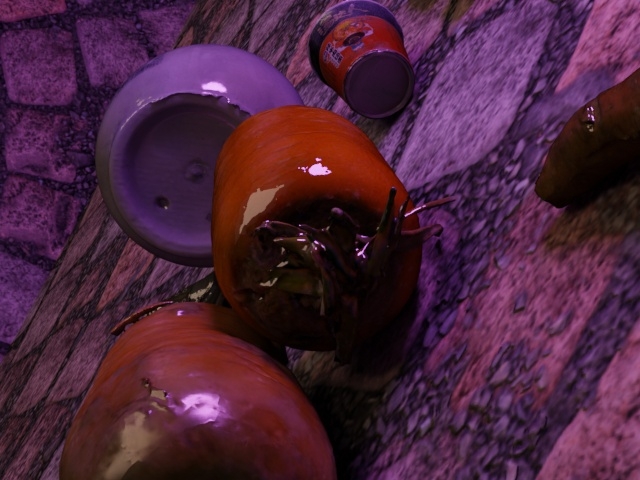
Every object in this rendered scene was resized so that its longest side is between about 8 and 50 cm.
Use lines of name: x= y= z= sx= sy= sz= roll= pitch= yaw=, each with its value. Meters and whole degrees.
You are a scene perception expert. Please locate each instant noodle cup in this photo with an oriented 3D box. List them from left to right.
instant noodle cup: x=0.055 y=-0.211 z=1.510 sx=0.127 sy=0.127 sz=0.136 roll=-52 pitch=26 yaw=17

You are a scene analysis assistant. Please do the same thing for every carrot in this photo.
carrot: x=-0.104 y=0.185 z=1.072 sx=0.224 sy=0.224 sz=0.341 roll=-55 pitch=10 yaw=6
carrot: x=0.000 y=0.000 z=1.156 sx=0.331 sy=0.214 sz=0.193 roll=-98 pitch=27 yaw=-72

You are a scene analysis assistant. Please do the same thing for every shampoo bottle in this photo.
shampoo bottle: x=-0.140 y=-0.113 z=1.592 sx=0.273 sy=0.273 sz=0.266 roll=-51 pitch=8 yaw=17

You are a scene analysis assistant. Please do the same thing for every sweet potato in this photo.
sweet potato: x=0.235 y=-0.090 z=0.885 sx=0.273 sy=0.075 sz=0.075 roll=-30 pitch=32 yaw=59

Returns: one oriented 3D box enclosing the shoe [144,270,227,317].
shoe: x=-0.191 y=0.102 z=1.671 sx=0.194 sy=0.077 sz=0.074 roll=-49 pitch=19 yaw=25
